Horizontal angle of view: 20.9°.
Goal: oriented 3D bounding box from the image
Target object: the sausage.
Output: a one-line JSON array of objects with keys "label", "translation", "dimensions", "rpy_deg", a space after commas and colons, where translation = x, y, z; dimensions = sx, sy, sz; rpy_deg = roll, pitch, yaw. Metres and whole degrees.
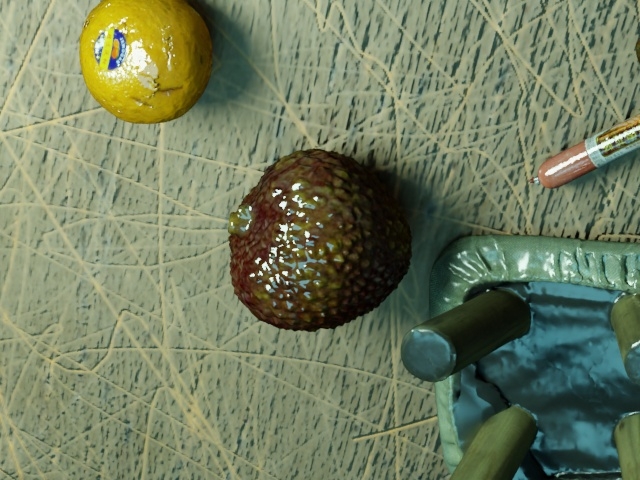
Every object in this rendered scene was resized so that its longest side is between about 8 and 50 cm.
[{"label": "sausage", "translation": [0.310, -0.106, 1.668], "dimensions": [0.253, 0.034, 0.034], "rpy_deg": [-27, 113, 27]}]

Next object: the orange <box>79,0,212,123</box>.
[{"label": "orange", "translation": [-0.166, -0.178, 1.686], "dimensions": [0.135, 0.117, 0.135], "rpy_deg": [-6, 79, 33]}]

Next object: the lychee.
[{"label": "lychee", "translation": [-0.006, 0.001, 1.726], "dimensions": [0.194, 0.194, 0.194], "rpy_deg": [6, 123, 10]}]

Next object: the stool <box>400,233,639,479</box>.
[{"label": "stool", "translation": [0.242, 0.173, 1.724], "dimensions": [0.310, 0.226, 0.310], "rpy_deg": [1, 114, 18]}]

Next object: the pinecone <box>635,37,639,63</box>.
[{"label": "pinecone", "translation": [0.434, -0.138, 1.391], "dimensions": [0.398, 0.398, 0.398], "rpy_deg": [6, 123, 10]}]
